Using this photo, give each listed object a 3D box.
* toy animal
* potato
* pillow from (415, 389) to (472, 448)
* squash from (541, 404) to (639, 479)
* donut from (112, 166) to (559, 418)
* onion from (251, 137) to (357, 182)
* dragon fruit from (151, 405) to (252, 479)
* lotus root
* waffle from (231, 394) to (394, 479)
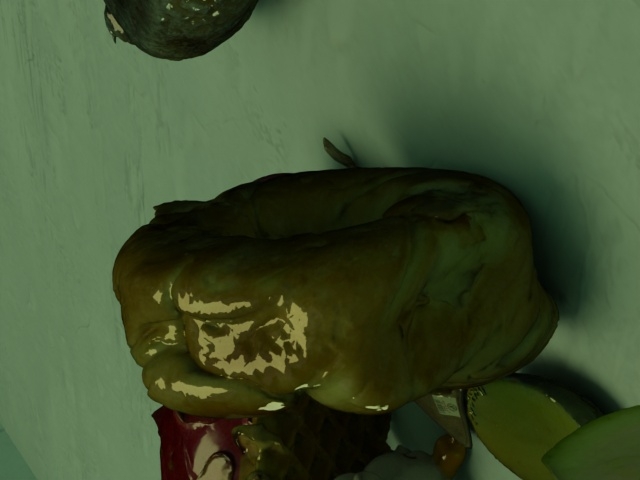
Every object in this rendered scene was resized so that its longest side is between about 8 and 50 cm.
[{"bbox_3d":[0.085,0.258,1.986,0.131,0.127,0.181,-15,135,29],"label":"toy animal"},{"bbox_3d":[0.203,0.161,1.728,0.198,0.054,0.119,-10,106,64],"label":"potato"},{"bbox_3d":[0.084,0.114,1.978,0.217,0.033,0.130,42,152,47],"label":"pillow"},{"bbox_3d":[0.308,0.289,1.416,0.233,0.210,0.309,-133,27,-65],"label":"squash"},{"bbox_3d":[0.014,0.042,1.640,0.360,0.360,0.170,21,121,61],"label":"donut"},{"bbox_3d":[-0.006,0.009,1.902,0.177,0.153,0.177,51,163,22],"label":"onion"},{"bbox_3d":[-0.073,0.231,2.244,0.250,0.250,0.315,60,167,7],"label":"dragon fruit"},{"bbox_3d":[-0.127,-0.264,1.841,0.175,0.175,0.349,59,164,8],"label":"lotus root"},{"bbox_3d":[-0.004,0.226,2.029,0.065,0.283,0.309,-5,96,29],"label":"waffle"}]
